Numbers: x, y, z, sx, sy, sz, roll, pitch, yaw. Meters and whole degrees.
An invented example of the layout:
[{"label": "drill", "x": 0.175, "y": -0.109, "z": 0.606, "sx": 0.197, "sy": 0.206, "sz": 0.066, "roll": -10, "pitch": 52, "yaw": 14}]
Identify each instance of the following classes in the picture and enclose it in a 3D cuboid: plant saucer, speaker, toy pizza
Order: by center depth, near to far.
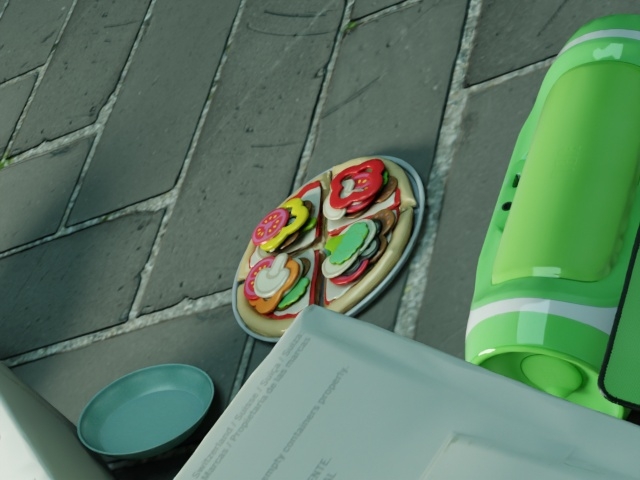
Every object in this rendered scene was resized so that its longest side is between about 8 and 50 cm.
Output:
[{"label": "speaker", "x": 0.189, "y": -0.015, "z": 1.126, "sx": 0.131, "sy": 0.131, "sz": 0.296, "roll": -11, "pitch": 45, "yaw": 39}, {"label": "plant saucer", "x": -0.143, "y": 0.147, "z": 1.359, "sx": 0.119, "sy": 0.021, "sz": 0.119, "roll": -13, "pitch": 30, "yaw": 8}, {"label": "toy pizza", "x": 0.000, "y": 0.000, "z": 1.391, "sx": 0.201, "sy": 0.032, "sz": 0.201, "roll": -27, "pitch": 36, "yaw": 22}]

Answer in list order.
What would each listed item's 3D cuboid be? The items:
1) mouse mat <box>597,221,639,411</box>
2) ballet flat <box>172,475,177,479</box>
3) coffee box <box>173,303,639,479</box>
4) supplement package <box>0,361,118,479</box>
[{"label": "mouse mat", "x": 0.264, "y": 0.041, "z": 1.013, "sx": 0.153, "sy": 0.007, "sz": 0.189, "roll": 15, "pitch": 57, "yaw": 11}, {"label": "ballet flat", "x": -0.017, "y": 0.167, "z": 1.192, "sx": 0.231, "sy": 0.077, "sz": 0.077, "roll": -32, "pitch": 51, "yaw": 14}, {"label": "coffee box", "x": 0.087, "y": 0.287, "z": 0.704, "sx": 0.338, "sy": 0.334, "sz": 0.337, "roll": 16, "pitch": 64, "yaw": 51}, {"label": "supplement package", "x": -0.251, "y": 0.231, "z": 1.266, "sx": 0.177, "sy": 0.175, "sz": 0.293, "roll": -45, "pitch": 34, "yaw": -5}]
